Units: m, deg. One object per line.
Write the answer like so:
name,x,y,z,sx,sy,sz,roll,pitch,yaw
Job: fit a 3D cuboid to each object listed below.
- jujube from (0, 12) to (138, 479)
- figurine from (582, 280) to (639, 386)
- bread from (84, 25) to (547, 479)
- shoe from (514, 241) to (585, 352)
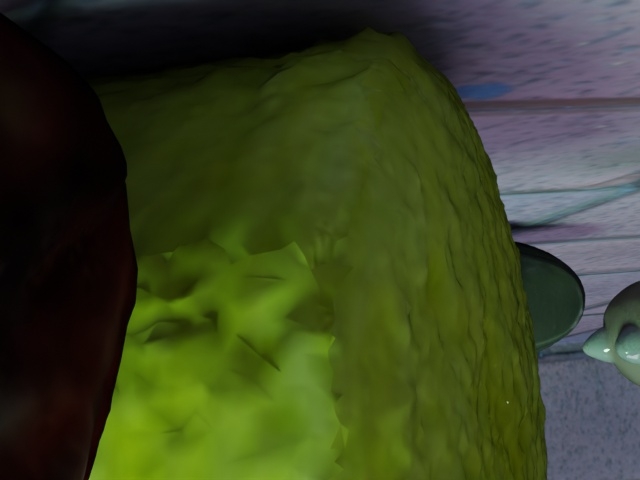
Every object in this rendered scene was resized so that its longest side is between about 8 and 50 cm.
jujube,-0.236,0.031,0.421,0.377,0.258,0.258,-10,172,2
figurine,0.364,0.016,1.014,0.381,0.203,0.248,-20,-157,-31
bread,-0.064,0.097,0.676,0.308,0.348,0.348,-4,173,19
shoe,0.073,0.047,1.208,0.293,0.109,0.149,0,177,-13
